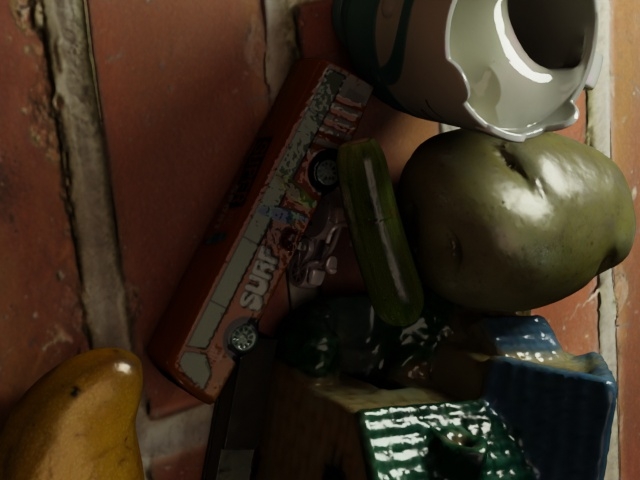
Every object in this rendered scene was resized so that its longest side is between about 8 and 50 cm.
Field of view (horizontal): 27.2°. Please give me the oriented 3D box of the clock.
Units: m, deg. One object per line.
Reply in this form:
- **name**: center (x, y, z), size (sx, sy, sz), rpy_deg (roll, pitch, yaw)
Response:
- **clock**: center (0.000, 0.000, 1.561), size (0.041, 0.087, 0.129), rpy_deg (8, 105, -34)

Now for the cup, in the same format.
- **cup**: center (0.189, -0.231, 1.516), size (0.289, 0.257, 0.219), rpy_deg (12, 95, -35)

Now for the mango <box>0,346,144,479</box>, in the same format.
- **mango**: center (-0.270, 0.257, 1.425), size (0.177, 0.120, 0.295), rpy_deg (6, 91, -31)

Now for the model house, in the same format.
- **model house**: center (0.160, 0.244, 1.568), size (0.382, 0.342, 0.335), rpy_deg (0, 103, -33)

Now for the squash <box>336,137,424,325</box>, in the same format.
- **squash**: center (0.066, -0.006, 1.496), size (0.066, 0.066, 0.229), rpy_deg (-25, 111, -26)

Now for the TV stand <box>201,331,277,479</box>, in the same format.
- **TV stand**: center (-0.103, 0.235, 1.574), size (0.049, 0.040, 0.257), rpy_deg (5, 99, -35)

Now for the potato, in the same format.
- **potato**: center (0.225, -0.031, 1.602), size (0.326, 0.243, 0.221), rpy_deg (-13, 115, -45)

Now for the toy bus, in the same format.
- **toy bus**: center (-0.068, -0.014, 1.506), size (0.092, 0.093, 0.409), rpy_deg (29, 84, -27)
